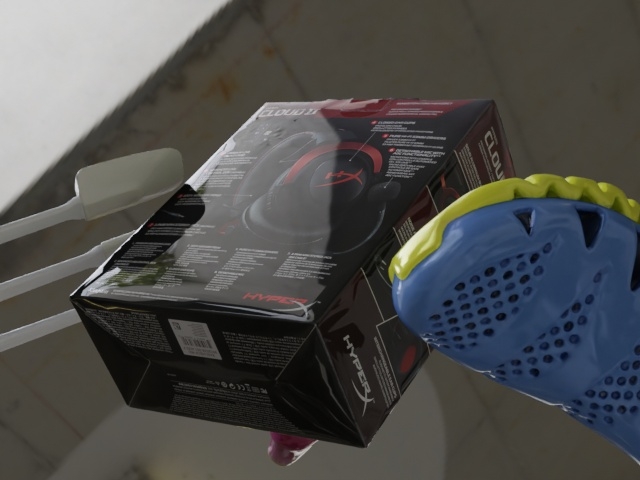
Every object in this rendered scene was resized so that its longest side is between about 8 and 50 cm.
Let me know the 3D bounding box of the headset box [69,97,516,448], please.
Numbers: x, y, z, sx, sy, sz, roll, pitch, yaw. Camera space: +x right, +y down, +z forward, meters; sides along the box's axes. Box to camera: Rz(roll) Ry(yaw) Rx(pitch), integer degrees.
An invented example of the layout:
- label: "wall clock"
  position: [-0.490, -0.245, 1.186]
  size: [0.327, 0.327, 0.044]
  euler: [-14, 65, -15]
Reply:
- label: "headset box"
  position: [0.000, 0.000, 0.922]
  size: [0.293, 0.218, 0.110]
  euler: [-51, -49, -40]

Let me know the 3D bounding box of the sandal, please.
- label: "sandal"
  position: [0.176, 0.065, 0.715]
  size: [0.317, 0.138, 0.126]
  euler: [20, -51, -31]

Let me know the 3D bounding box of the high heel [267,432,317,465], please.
- label: "high heel"
  position: [0.025, 0.149, 1.441]
  size: [0.244, 0.082, 0.117]
  euler: [-39, -18, -31]

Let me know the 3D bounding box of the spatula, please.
- label: "spatula"
  position: [-0.211, 0.023, 0.958]
  size: [0.242, 0.019, 0.168]
  euler: [-19, -37, -16]
